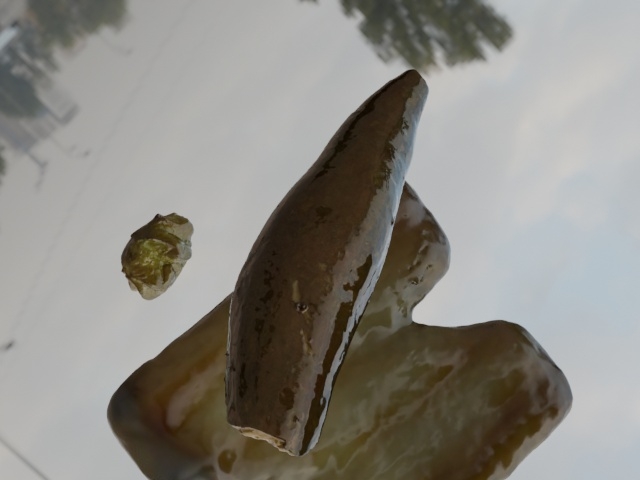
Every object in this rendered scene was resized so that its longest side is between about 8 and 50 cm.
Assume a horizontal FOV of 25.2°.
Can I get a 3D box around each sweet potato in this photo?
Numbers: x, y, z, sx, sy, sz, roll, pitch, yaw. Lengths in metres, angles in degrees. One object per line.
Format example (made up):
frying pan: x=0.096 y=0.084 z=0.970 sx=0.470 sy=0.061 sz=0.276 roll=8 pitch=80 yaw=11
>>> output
sweet potato: x=0.000 y=0.000 z=0.785 sx=0.077 sy=0.077 sz=0.244 roll=-21 pitch=-135 yaw=57

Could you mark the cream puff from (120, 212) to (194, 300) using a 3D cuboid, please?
cream puff: x=-0.156 y=0.011 z=1.339 sx=0.083 sy=0.058 sz=0.083 roll=-27 pitch=-129 yaw=47

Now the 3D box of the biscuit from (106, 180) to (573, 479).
biscuit: x=0.020 y=0.116 z=1.014 sx=0.290 sy=0.237 sz=0.062 roll=-42 pitch=-179 yaw=-23
